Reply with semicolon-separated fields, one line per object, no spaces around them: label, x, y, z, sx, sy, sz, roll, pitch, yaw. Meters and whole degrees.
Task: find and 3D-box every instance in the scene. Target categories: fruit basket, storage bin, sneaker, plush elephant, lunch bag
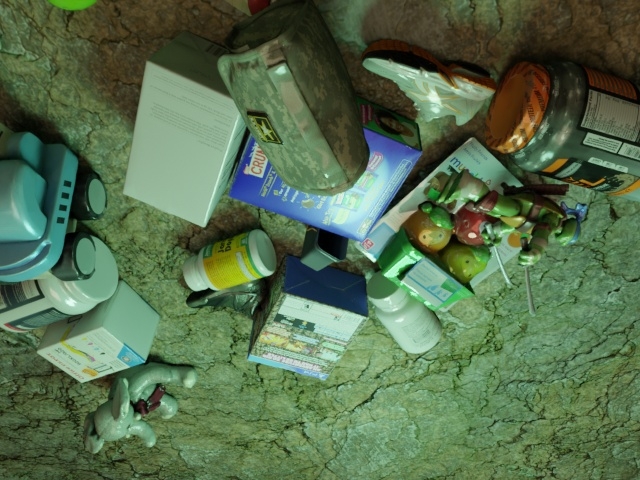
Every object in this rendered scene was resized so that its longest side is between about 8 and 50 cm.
fruit basket;0.310;-0.009;1.199;0.327;0.165;0.353;36;120;-26
storage bin;0.000;0.000;1.240;0.098;0.135;0.091;31;135;-23
sneaker;0.193;-0.286;1.007;0.262;0.099;0.121;15;134;-10
plush elephant;-0.567;0.504;1.603;0.330;0.255;0.272;29;126;-21
sneaker;-0.238;0.158;1.402;0.227;0.087;0.130;-20;117;12
lunch bag;-0.036;-0.218;0.805;0.169;0.287;0.235;-23;121;11

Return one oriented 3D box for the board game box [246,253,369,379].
board game box;-0.037;0.209;1.408;0.232;0.141;0.291;18;129;-13

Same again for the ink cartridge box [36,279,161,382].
ink cartridge box;-0.597;0.250;1.442;0.233;0.168;0.171;-20;128;19

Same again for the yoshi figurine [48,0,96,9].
yoshi figurine;-0.359;-0.498;0.778;0.203;0.203;0.362;18;132;-22

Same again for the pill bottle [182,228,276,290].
pill bottle;-0.224;0.055;1.297;0.208;0.117;0.117;-17;128;17

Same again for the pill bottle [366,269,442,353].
pill bottle;0.215;0.180;1.383;0.131;0.131;0.229;-23;127;20

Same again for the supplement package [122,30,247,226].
supplement package;-0.242;-0.208;1.019;0.177;0.175;0.293;23;128;-6

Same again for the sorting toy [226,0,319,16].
sorting toy;-0.088;-0.482;0.846;0.255;0.089;0.257;26;126;-20

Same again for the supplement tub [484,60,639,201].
supplement tub;0.499;-0.206;0.991;0.338;0.207;0.207;14;130;-9

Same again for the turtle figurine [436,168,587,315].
turtle figurine;0.346;-0.009;1.033;0.266;0.198;0.274;30;127;0

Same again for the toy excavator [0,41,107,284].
toy excavator;-0.618;-0.158;1.032;0.222;0.433;0.445;-2;159;4

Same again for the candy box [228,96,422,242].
candy box;0.004;-0.168;1.095;0.317;0.122;0.268;19;129;-15

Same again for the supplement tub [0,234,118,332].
supplement tub;-0.662;0.104;1.303;0.272;0.191;0.191;-18;128;17
